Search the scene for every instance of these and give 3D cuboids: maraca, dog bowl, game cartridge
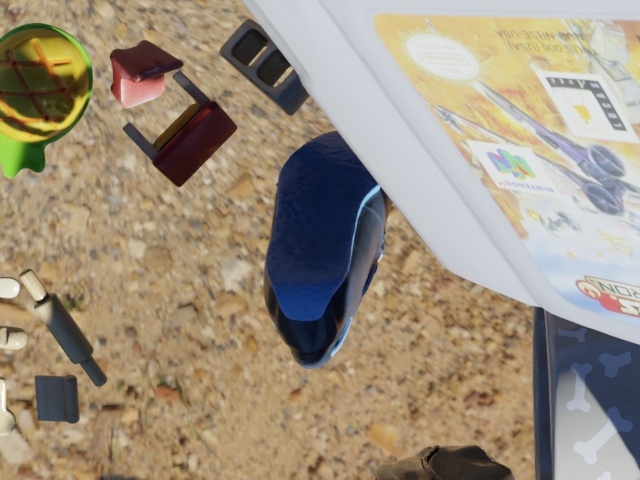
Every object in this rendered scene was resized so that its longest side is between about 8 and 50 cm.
[{"bbox_3d":[-0.338,-0.161,1.431,0.127,0.099,0.185,28,103,-11],"label":"maraca"},{"bbox_3d":[0.268,0.174,1.227,0.102,0.349,0.348,-1,104,7],"label":"dog bowl"},{"bbox_3d":[0.113,-0.029,0.388,0.062,0.297,0.198,-51,127,-21],"label":"game cartridge"}]

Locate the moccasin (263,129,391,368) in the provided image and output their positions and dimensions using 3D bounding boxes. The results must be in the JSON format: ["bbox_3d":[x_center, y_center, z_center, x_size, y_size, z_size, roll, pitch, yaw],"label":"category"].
[{"bbox_3d":[0.000,0.000,1.300,0.138,0.342,0.116,7,125,15],"label":"moccasin"}]

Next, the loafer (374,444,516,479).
[{"bbox_3d":[0.149,0.276,1.389,0.130,0.366,0.133,-29,87,4],"label":"loafer"}]

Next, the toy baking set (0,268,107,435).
[{"bbox_3d":[-0.368,0.120,1.402,0.197,0.030,0.256,-24,111,5],"label":"toy baking set"}]

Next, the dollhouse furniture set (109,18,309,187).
[{"bbox_3d":[-0.068,-0.229,1.373,0.374,0.152,0.201,-47,146,-2],"label":"dollhouse furniture set"}]
